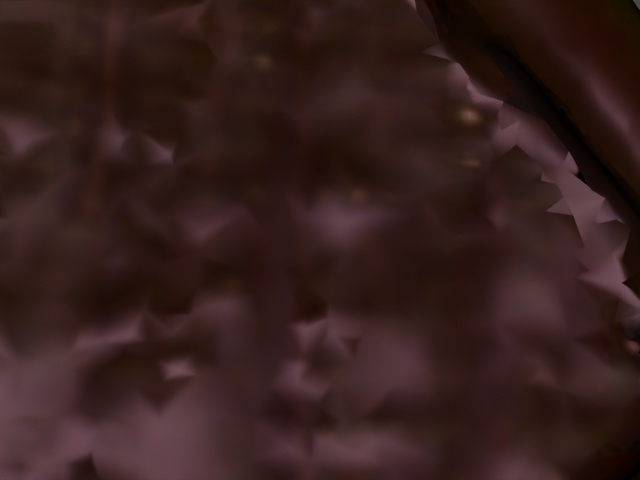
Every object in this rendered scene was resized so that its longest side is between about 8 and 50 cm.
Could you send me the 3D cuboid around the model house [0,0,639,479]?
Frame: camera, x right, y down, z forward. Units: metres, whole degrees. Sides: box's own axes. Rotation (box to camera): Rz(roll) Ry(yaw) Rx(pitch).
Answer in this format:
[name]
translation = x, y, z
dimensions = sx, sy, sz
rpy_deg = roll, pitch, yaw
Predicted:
[model house]
translation = -0.002, 0.000, 0.421
dimensions = 0.229, 0.199, 0.220
rpy_deg = 5, 91, 3
